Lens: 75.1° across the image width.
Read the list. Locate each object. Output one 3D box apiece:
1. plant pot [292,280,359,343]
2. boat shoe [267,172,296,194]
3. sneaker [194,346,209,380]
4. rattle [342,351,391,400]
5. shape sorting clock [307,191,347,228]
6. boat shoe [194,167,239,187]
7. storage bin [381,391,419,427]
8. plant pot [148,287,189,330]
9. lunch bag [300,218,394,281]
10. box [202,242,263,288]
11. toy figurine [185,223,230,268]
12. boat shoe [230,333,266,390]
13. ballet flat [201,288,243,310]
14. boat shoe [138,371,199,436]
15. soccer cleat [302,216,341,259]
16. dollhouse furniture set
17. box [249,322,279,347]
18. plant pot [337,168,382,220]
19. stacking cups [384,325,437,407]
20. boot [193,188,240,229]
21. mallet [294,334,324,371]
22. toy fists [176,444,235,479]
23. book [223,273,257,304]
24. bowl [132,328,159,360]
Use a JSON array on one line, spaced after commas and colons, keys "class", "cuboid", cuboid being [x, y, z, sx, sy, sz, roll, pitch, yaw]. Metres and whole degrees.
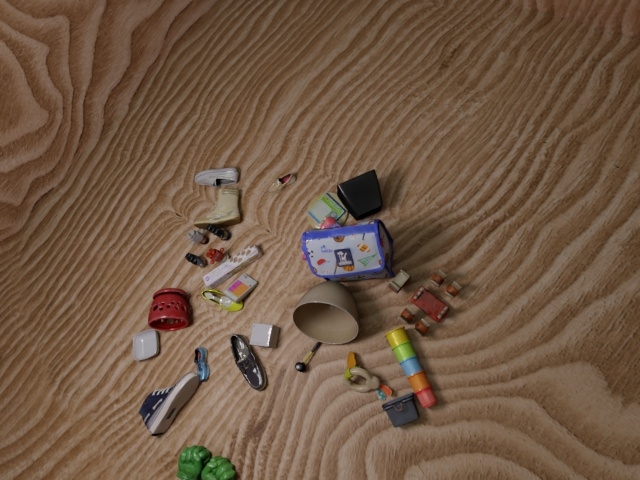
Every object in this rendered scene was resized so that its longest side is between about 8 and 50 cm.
[{"class": "plant pot", "cuboid": [0.040, 0.286, 1.797, 0.284, 0.284, 0.191, -1, 41, 19]}, {"class": "boat shoe", "cuboid": [-0.214, -0.308, 2.211, 0.170, 0.059, 0.063, -32, 63, 5]}, {"class": "sneaker", "cuboid": [-0.578, 0.588, 1.982, 0.063, 0.073, 0.162, -21, 65, 11]}, {"class": "rattle", "cuboid": [0.200, 0.566, 1.740, 0.200, 0.143, 0.130, 10, 106, 7]}, {"class": "shape sorting clock", "cuboid": [0.034, -0.141, 2.067, 0.206, 0.040, 0.206, -3, 79, 17]}, {"class": "boat shoe", "cuboid": [-0.587, -0.339, 2.342, 0.268, 0.096, 0.088, -5, 63, 9]}, {"class": "storage bin", "cuboid": [0.320, 0.666, 1.627, 0.135, 0.098, 0.091, -27, 74, 8]}, {"class": "plant pot", "cuboid": [-0.757, 0.341, 2.078, 0.191, 0.191, 0.174, -18, 60, 12]}, {"class": "lunch bag", "cuboid": [0.127, 0.043, 1.770, 0.328, 0.385, 0.238, -7, 67, 16]}, {"class": "box", "cuboid": [-0.446, 0.131, 2.119, 0.324, 0.067, 0.063, -33, 62, 4]}, {"class": "toy figurine", "cuboid": [-0.583, 0.033, 2.168, 0.210, 0.148, 0.213, -14, 68, 20]}, {"class": "boat shoe", "cuboid": [-0.343, 0.552, 1.901, 0.103, 0.092, 0.285, -33, 62, 5]}, {"class": "ballet flat", "cuboid": [-0.495, 0.294, 2.065, 0.231, 0.077, 0.077, 16, 81, 24]}, {"class": "boat shoe", "cuboid": [-0.718, 0.725, 1.943, 0.158, 0.127, 0.340, 35, 88, 29]}, {"class": "soccer cleat", "cuboid": [0.000, 0.000, 2.001, 0.095, 0.083, 0.248, 33, 95, -3]}, {"class": "dollhouse furniture set", "cuboid": [0.418, 0.234, 1.759, 0.259, 0.135, 0.262, 40, 86, 16]}, {"class": "box", "cuboid": [-0.256, 0.439, 1.918, 0.101, 0.087, 0.102, 2, 70, 20]}, {"class": "plant pot", "cuboid": [0.194, -0.199, 1.951, 0.188, 0.187, 0.167, -22, 80, -1]}, {"class": "stacking cups", "cuboid": [0.369, 0.510, 1.679, 0.096, 0.096, 0.316, -28, 68, 8]}, {"class": "boot", "cuboid": [-0.560, -0.172, 2.260, 0.262, 0.095, 0.203, -11, 67, 14]}, {"class": "mallet", "cuboid": [-0.041, 0.505, 1.851, 0.039, 0.062, 0.189, 33, 68, 26]}, {"class": "toy fists", "cuboid": [-0.495, 0.983, 1.787, 0.279, 0.096, 0.142, 12, 73, 25]}, {"class": "book", "cuboid": [-0.394, 0.234, 2.049, 0.096, 0.035, 0.144, 31, 57, 28]}, {"class": "bowl", "cuboid": [-0.883, 0.535, 2.122, 0.142, 0.053, 0.142, -19, 64, 11]}]
